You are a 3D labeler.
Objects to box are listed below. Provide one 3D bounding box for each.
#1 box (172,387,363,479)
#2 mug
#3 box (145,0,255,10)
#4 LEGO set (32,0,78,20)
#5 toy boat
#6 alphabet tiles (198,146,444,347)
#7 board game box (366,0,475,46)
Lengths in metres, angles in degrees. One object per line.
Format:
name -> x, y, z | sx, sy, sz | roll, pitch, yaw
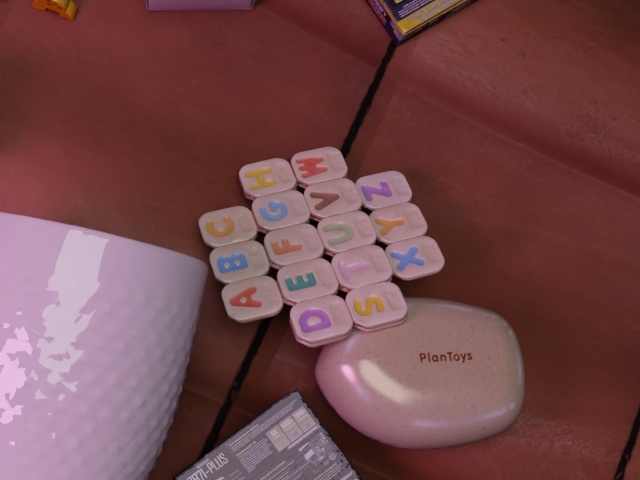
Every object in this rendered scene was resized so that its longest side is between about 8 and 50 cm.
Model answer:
box -> -0.062, 0.290, 1.368 | 0.180, 0.077, 0.147 | -36, 85, -16
mug -> -0.335, 0.146, 1.244 | 0.374, 0.276, 0.328 | 15, 82, -21
box -> -0.161, -0.431, 1.494 | 0.149, 0.127, 0.232 | -2, 78, -10
LEGO set -> -0.366, -0.347, 1.457 | 0.227, 0.093, 0.087 | 17, 75, -6
toy boat -> 0.119, 0.227, 1.395 | 0.268, 0.148, 0.318 | 6, 69, -13
alphabet tiles -> 0.000, 0.000, 1.415 | 0.278, 0.021, 0.284 | -13, 55, -12
board game box -> 0.139, -0.369, 1.572 | 0.170, 0.048, 0.141 | -31, 86, -15
